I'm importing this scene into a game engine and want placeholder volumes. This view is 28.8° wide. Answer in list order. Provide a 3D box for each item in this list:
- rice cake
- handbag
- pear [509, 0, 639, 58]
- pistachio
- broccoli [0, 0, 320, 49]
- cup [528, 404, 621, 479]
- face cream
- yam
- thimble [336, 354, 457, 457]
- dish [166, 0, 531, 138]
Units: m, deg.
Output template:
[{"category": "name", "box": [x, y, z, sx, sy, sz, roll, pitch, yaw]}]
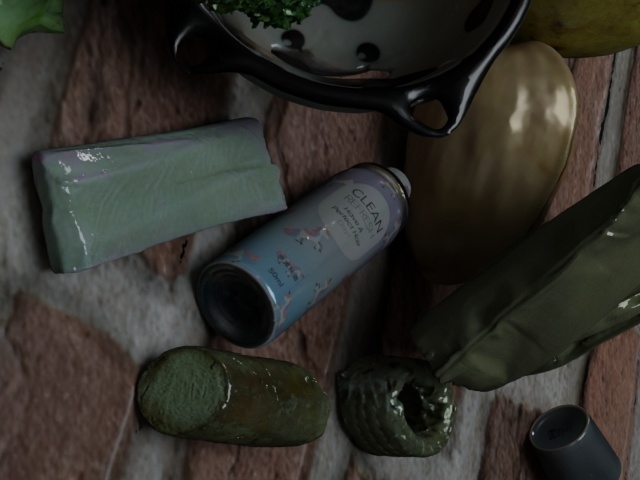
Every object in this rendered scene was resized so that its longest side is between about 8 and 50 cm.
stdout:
[{"category": "rice cake", "box": [-0.107, -0.038, 0.866, 0.222, 0.042, 0.080, -18, 97, -50]}, {"category": "handbag", "box": [0.214, 0.042, 1.066, 0.109, 0.253, 0.316, 57, 12, 15]}, {"category": "pear", "box": [0.245, -0.314, 1.147, 0.304, 0.304, 0.303, 6, 83, -52]}, {"category": "pistachio", "box": [0.151, -0.070, 1.111, 0.157, 0.157, 0.229, -4, 114, -53]}, {"category": "broccoli", "box": [-0.111, -0.220, 0.722, 0.270, 0.270, 0.270, -41, 127, -4]}, {"category": "cup", "box": [0.263, 0.215, 1.311, 0.077, 0.078, 0.100, 58, 12, -26]}, {"category": "face cream", "box": [0.000, 0.000, 0.975, 0.229, 0.075, 0.075, -38, 117, -47]}, {"category": "yam", "box": [-0.059, 0.113, 0.897, 0.146, 0.070, 0.069, 15, 75, -50]}, {"category": "thimble", "box": [0.064, 0.139, 1.057, 0.110, 0.062, 0.084, 44, 54, -42]}, {"category": "dish", "box": [0.016, -0.205, 0.923, 0.303, 0.120, 0.303, 2, 76, -8]}]
